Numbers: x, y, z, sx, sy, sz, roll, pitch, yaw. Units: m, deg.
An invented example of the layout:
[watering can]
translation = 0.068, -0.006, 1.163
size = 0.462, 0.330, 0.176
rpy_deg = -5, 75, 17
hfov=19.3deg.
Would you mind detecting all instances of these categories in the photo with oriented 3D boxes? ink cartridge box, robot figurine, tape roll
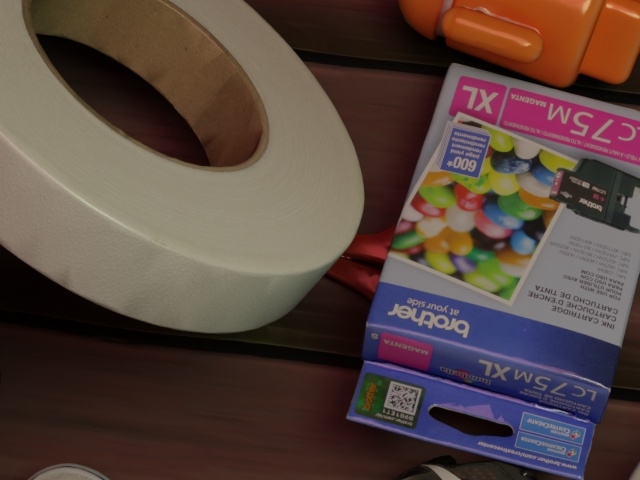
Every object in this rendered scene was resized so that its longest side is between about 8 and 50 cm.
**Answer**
[ink cartridge box]
translation = 0.146, 0.016, 1.414
size = 0.186, 0.065, 0.311
rpy_deg = 15, 58, 7
[robot figurine]
translation = 0.155, -0.200, 1.493
size = 0.219, 0.128, 0.158
rpy_deg = 22, 76, 7
[tape roll]
translation = -0.141, -0.103, 1.358
size = 0.392, 0.392, 0.072
rpy_deg = 50, 121, 15

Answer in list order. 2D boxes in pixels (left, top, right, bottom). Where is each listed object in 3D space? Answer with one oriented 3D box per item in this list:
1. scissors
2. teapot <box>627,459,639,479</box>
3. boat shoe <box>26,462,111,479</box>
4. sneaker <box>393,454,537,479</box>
[scissors]
translation = 0.000, 0.000, 1.486
size = 0.297, 0.021, 0.109
rpy_deg = 24, 76, 10
[teapot]
translation = 0.337, 0.237, 1.320
size = 0.256, 0.187, 0.252
rpy_deg = -42, 54, 15
[boat shoe]
translation = -0.174, 0.327, 1.305
size = 0.136, 0.156, 0.367
rpy_deg = -3, 72, 0
[sneaker]
translation = 0.138, 0.224, 1.320
size = 0.135, 0.097, 0.276
rpy_deg = -33, 35, -32
